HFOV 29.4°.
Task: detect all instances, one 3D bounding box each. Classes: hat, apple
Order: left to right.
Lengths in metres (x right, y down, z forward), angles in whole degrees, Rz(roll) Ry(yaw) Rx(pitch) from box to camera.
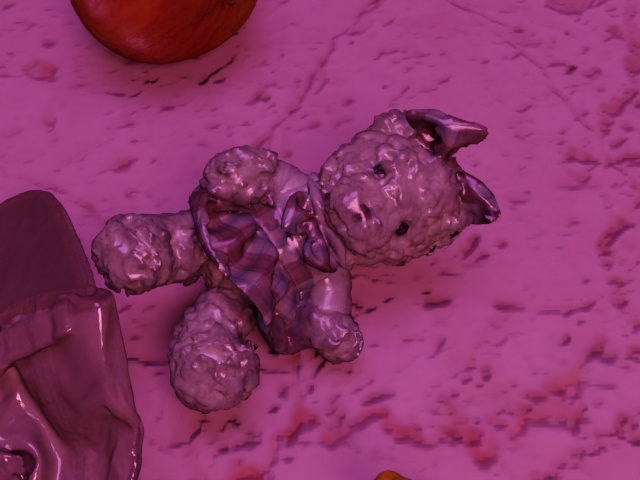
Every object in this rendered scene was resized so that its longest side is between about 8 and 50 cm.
[{"bbox_3d":[-0.192,0.085,0.640,0.214,0.149,0.244,-23,16,-3],"label":"hat"},{"bbox_3d":[-0.100,-0.190,0.808,0.147,0.146,0.146,-1,50,2],"label":"apple"}]

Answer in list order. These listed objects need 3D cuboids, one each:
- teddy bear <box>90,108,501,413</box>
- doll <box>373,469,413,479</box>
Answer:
[{"bbox_3d":[-0.010,0.002,0.676,0.213,0.111,0.133,-27,97,-10],"label":"teddy bear"},{"bbox_3d":[-0.030,0.259,0.469,0.160,0.094,0.365,28,56,27],"label":"doll"}]
